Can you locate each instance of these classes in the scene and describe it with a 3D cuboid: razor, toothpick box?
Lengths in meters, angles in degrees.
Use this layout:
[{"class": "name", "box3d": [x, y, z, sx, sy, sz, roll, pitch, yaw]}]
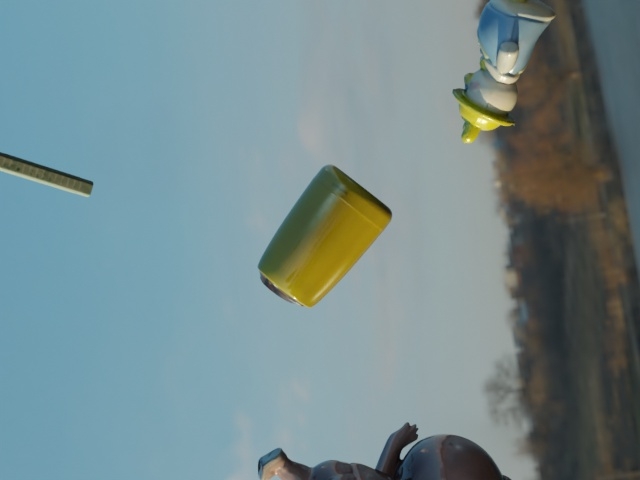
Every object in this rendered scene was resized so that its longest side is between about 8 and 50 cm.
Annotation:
[{"class": "razor", "box3d": [-0.485, -0.118, 2.297, 0.278, 0.056, 0.111, 17, -94, -40]}, {"class": "toothpick box", "box3d": [0.000, 0.000, 2.822, 0.175, 0.271, 0.175, 38, -177, -2]}]

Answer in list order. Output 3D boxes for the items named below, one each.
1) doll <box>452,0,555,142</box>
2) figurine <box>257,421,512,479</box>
[{"class": "doll", "box3d": [0.243, -0.243, 1.909, 0.135, 0.099, 0.241, 50, 125, 53]}, {"class": "figurine", "box3d": [0.077, 0.308, 1.575, 0.176, 0.287, 0.186, -140, 51, -68]}]
